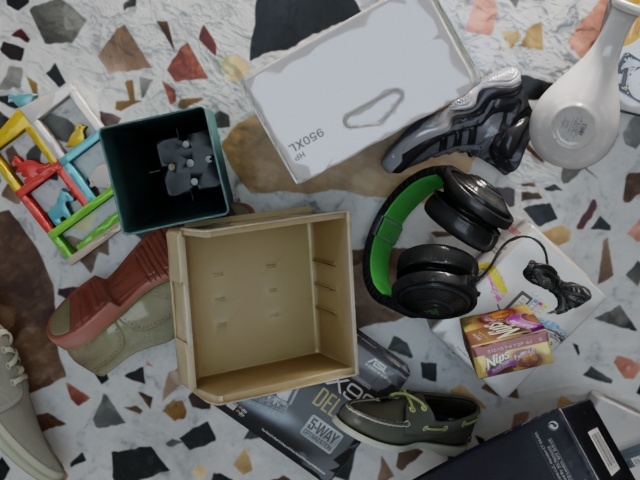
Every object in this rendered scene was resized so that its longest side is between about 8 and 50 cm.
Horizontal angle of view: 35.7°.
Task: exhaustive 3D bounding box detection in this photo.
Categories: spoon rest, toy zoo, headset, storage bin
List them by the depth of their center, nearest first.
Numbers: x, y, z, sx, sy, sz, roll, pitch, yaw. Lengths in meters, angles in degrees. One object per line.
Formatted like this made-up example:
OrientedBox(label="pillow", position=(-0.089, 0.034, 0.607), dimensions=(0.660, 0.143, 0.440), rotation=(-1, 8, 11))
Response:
OrientedBox(label="headset", position=(0.222, 0.022, 1.519), dimensions=(0.185, 0.394, 0.243), rotation=(27, 85, -30))
OrientedBox(label="storage bin", position=(-0.088, 0.092, 1.530), dimensions=(0.260, 0.123, 0.262), rotation=(-9, 102, -28))
OrientedBox(label="spoon rest", position=(0.424, -0.240, 1.549), dimensions=(0.137, 0.084, 0.276), rotation=(25, 113, 8))
OrientedBox(label="toy zoo", position=(-0.437, -0.129, 1.696), dimensions=(0.192, 0.030, 0.293), rotation=(-36, 94, 6))

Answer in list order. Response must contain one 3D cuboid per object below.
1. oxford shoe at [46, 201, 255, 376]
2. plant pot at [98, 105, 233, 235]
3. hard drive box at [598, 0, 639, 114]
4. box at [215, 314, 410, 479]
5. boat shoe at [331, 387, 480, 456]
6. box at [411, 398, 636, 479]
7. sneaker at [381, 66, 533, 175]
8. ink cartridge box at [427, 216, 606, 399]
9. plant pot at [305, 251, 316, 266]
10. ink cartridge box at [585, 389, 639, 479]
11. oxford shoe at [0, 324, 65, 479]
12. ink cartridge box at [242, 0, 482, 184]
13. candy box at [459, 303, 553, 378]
OrientedBox(label="oxford shoe", position=(-0.263, 0.080, 1.688), dimensions=(0.397, 0.140, 0.146), rotation=(-33, 126, 1))
OrientedBox(label="plant pot", position=(-0.226, -0.118, 1.587), dimensions=(0.166, 0.234, 0.165), rotation=(-12, 97, 5))
OrientedBox(label="hard drive box", position=(0.565, -0.283, 1.609), dimensions=(0.232, 0.089, 0.181), rotation=(12, 98, 0))
OrientedBox(label="box", position=(-0.039, 0.229, 1.703), dimensions=(0.307, 0.076, 0.242), rotation=(36, 96, -2))
OrientedBox(label="boat shoe", position=(0.146, 0.287, 1.627), dimensions=(0.305, 0.109, 0.091), rotation=(15, 106, -41))
OrientedBox(label="box", position=(0.313, 0.392, 1.559), dimensions=(0.294, 0.296, 0.182), rotation=(-32, 73, 17))
OrientedBox(label="sneaker", position=(0.241, -0.155, 1.631), dimensions=(0.269, 0.101, 0.153), rotation=(-34, 97, 8))
OrientedBox(label="ink cartridge box", position=(0.311, 0.103, 1.626), dimensions=(0.168, 0.171, 0.232), rotation=(43, 97, -3))
OrientedBox(label="plant pot", position=(0.000, 0.000, 1.674), dimensions=(0.082, 0.081, 0.083), rotation=(-3, 92, 3))
OrientedBox(label="ink cartridge box", position=(0.547, 0.437, 1.714), dimensions=(0.296, 0.066, 0.261), rotation=(25, 97, -1))
OrientedBox(label="oxford shoe", position=(-0.563, 0.222, 1.692), dimensions=(0.130, 0.169, 0.449), rotation=(-37, 94, -16))
OrientedBox(label="ink cartridge box", position=(0.060, -0.230, 1.480), dimensions=(0.286, 0.395, 0.166), rotation=(-29, 96, 5))
OrientedBox(label="candy box", position=(0.267, 0.145, 1.452), dimensions=(0.109, 0.186, 0.053), rotation=(-13, 96, 5))
